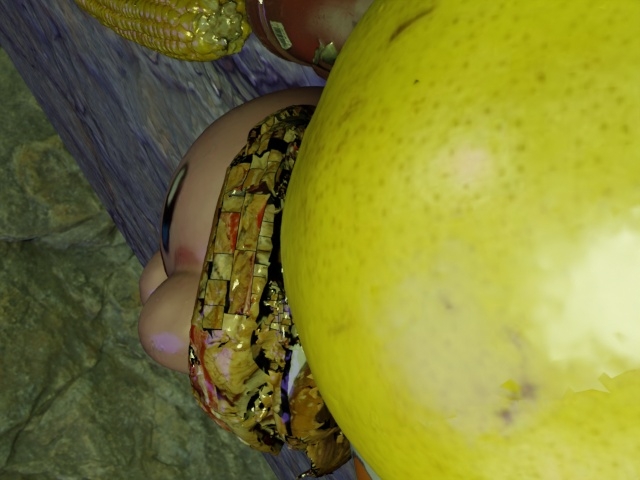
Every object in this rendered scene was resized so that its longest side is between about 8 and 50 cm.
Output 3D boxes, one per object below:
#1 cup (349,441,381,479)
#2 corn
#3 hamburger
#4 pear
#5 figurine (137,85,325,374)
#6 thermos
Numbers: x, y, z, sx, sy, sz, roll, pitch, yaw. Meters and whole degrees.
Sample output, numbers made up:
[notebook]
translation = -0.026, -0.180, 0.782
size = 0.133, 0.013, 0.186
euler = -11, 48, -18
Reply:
[cup]
translation = 0.116, 0.080, 0.977
size = 0.212, 0.212, 0.317
euler = 47, 155, 44
[corn]
translation = -0.152, -0.223, 1.604
size = 0.313, 0.102, 0.102
euler = 38, 155, 59
[hamburger]
translation = -0.007, 0.030, 1.071
size = 0.107, 0.231, 0.231
euler = 15, 151, 15
[pear]
translation = 0.134, -0.016, 0.646
size = 0.285, 0.285, 0.336
euler = 57, 152, 9
[figurine]
translation = 0.008, -0.004, 1.294
size = 0.270, 0.261, 0.211
euler = -107, 29, -78
[thermos]
translation = 0.050, -0.127, 1.025
size = 0.232, 0.124, 0.099
euler = 26, 148, 54
